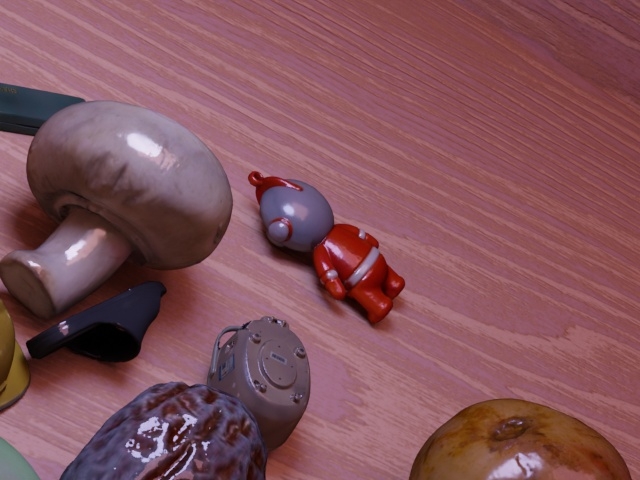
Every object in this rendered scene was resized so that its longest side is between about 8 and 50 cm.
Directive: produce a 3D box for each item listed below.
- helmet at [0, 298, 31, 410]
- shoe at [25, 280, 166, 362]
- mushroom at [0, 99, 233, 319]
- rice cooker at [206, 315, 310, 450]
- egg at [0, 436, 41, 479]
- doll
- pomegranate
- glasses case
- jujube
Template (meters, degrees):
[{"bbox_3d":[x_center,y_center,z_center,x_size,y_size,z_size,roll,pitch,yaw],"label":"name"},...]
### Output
[{"bbox_3d":[-0.472,0.119,1.650,0.257,0.140,0.205,-8,54,-43],"label":"helmet"},{"bbox_3d":[-0.302,0.135,1.815,0.241,0.108,0.093,-25,86,-54],"label":"shoe"},{"bbox_3d":[-0.309,-0.076,1.893,0.356,0.315,0.315,-6,52,-32],"label":"mushroom"},{"bbox_3d":[-0.088,0.206,1.893,0.145,0.127,0.206,21,45,-23],"label":"rice cooker"},{"bbox_3d":[-0.404,0.312,1.399,0.269,0.220,0.220,40,34,10],"label":"egg"},{"bbox_3d":[0.000,0.000,2.247,0.336,0.105,0.200,43,36,-5],"label":"doll"},{"bbox_3d":[0.286,0.399,1.854,0.338,0.338,0.338,24,36,-19],"label":"pomegranate"},{"bbox_3d":[-0.466,-0.210,2.125,0.184,0.039,0.078,7,44,-36],"label":"glasses case"},{"bbox_3d":[-0.186,0.306,1.581,0.215,0.246,0.308,37,44,6],"label":"jujube"}]
